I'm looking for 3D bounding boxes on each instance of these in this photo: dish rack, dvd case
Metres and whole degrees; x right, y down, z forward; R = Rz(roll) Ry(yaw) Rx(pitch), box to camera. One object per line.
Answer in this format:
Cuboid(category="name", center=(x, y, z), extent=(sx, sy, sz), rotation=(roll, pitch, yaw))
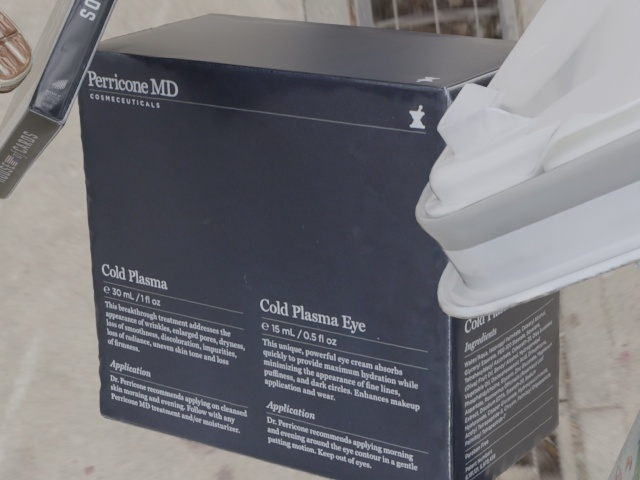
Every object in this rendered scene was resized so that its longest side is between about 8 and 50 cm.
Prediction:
Cuboid(category="dish rack", center=(0.181, -0.120, 0.672), extent=(0.285, 0.333, 0.072), rotation=(-23, 113, 42))
Cuboid(category="dvd case", center=(-0.162, -0.157, 1.082), extent=(0.029, 0.179, 0.238), rotation=(25, 68, -15))

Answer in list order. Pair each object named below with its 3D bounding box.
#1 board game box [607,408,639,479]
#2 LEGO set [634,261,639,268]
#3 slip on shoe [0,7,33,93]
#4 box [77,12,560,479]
Cuboid(category="board game box", center=(0.314, 0.217, 1.127), extent=(0.224, 0.303, 0.097), rotation=(9, 59, 4))
Cuboid(category="LEGO set", center=(0.271, -0.080, 1.195), extent=(0.107, 0.132, 0.287), rotation=(-25, 62, 46))
Cuboid(category="slip on shoe", center=(-0.220, -0.145, 0.944), extent=(0.051, 0.041, 0.135), rotation=(-41, 93, -21))
Cuboid(category="box", center=(0.000, 0.000, 1.237), extent=(0.343, 0.179, 0.312), rotation=(11, 113, 33))
